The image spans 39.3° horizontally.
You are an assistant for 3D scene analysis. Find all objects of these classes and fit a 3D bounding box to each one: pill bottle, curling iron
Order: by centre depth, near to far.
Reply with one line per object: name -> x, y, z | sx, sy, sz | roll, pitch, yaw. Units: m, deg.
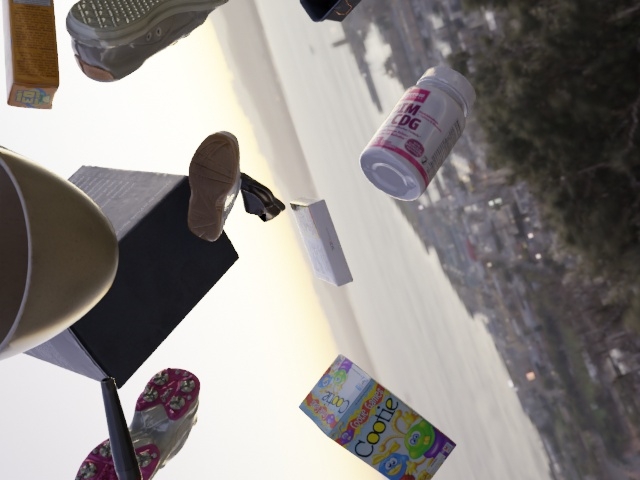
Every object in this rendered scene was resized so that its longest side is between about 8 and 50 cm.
curling iron -> -0.242, 0.296, 1.155 | 0.068, 0.035, 0.273 | -58, -42, -60
pill bottle -> 0.221, -0.241, 1.986 | 0.160, 0.283, 0.160 | 28, 156, 14

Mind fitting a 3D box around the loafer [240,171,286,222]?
loafer -> -0.156, -0.097, 2.215 | 0.080, 0.078, 0.220 | 33, 176, 32

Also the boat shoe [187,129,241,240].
boat shoe -> -0.206, -0.124, 1.797 | 0.096, 0.098, 0.277 | -57, -8, -44

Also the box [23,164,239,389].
box -> -0.559, 0.069, 2.276 | 0.472, 0.480, 0.297 | 7, 137, 44

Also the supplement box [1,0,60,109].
supplement box -> -0.477, -0.333, 1.468 | 0.078, 0.080, 0.233 | -45, 52, 54

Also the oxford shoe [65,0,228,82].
oxford shoe -> -0.307, -0.409, 1.640 | 0.449, 0.169, 0.130 | -50, -21, -50

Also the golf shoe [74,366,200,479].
golf shoe -> -0.294, 0.359, 1.493 | 0.115, 0.306, 0.140 | 23, 142, 22

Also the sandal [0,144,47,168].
sandal -> -0.737, -0.177, 1.887 | 0.169, 0.102, 0.416 | 26, 178, 23

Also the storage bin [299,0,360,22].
storage bin -> 0.042, -0.508, 1.851 | 0.091, 0.135, 0.098 | -3, -124, -55

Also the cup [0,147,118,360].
cup -> -0.457, 0.020, 1.384 | 0.237, 0.331, 0.331 | 0, -113, -56

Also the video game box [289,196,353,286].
video game box -> 0.000, 0.000, 2.116 | 0.205, 0.048, 0.187 | 70, 164, -9

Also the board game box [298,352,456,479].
board game box -> 0.117, 0.375, 1.817 | 0.275, 0.142, 0.144 | 40, 175, -29
